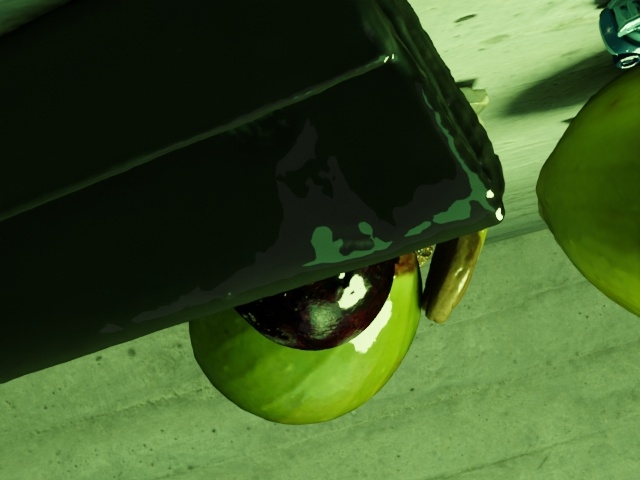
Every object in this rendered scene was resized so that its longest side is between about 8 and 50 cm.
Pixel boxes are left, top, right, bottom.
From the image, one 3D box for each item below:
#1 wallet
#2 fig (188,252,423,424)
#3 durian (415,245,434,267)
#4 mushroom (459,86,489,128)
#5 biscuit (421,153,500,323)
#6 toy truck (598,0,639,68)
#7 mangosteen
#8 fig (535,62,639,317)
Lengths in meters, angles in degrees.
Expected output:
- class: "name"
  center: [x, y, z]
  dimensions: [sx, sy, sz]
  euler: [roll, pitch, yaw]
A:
- class: "wallet"
  center: [-0.116, -0.035, 0.676]
  dimensions: [0.406, 0.062, 0.228]
  euler: [-19, 128, 26]
- class: "fig"
  center: [-0.005, 0.079, 1.460]
  dimensions: [0.316, 0.316, 0.316]
  euler: [-15, 173, -2]
- class: "durian"
  center: [0.103, 0.008, 1.771]
  dimensions: [0.168, 0.136, 0.158]
  euler: [-10, -160, 48]
- class: "mushroom"
  center: [0.140, -0.120, 1.149]
  dimensions: [0.059, 0.054, 0.202]
  euler: [-21, 168, 3]
- class: "biscuit"
  center: [0.185, -0.002, 1.476]
  dimensions: [0.290, 0.041, 0.208]
  euler: [-69, -179, -54]
- class: "toy truck"
  center: [0.268, -0.182, 0.897]
  dimensions: [0.073, 0.056, 0.090]
  euler: [-7, 159, -15]
- class: "mangosteen"
  center: [0.000, 0.000, 1.259]
  dimensions: [0.211, 0.211, 0.250]
  euler: [-23, -161, 51]
- class: "fig"
  center: [0.398, -0.055, 1.180]
  dimensions: [0.344, 0.343, 0.343]
  euler: [-15, 173, -2]
